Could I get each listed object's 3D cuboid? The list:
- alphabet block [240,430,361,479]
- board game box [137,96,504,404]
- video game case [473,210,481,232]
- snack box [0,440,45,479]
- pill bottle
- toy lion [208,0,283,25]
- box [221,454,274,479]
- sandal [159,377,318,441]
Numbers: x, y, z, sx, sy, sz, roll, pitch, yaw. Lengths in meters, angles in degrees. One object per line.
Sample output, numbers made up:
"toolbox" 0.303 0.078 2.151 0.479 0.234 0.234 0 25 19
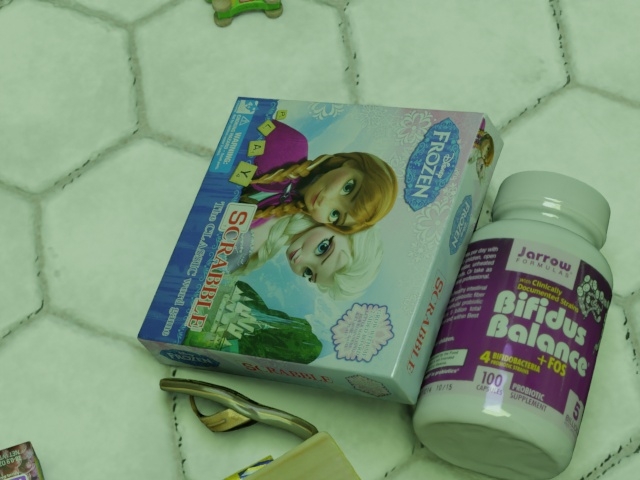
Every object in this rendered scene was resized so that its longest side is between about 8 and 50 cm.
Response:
"alphabet block" -0.020 0.339 1.684 0.197 0.192 0.193 -30 62 -13
"board game box" 0.000 0.000 1.855 0.318 0.066 0.319 6 63 30
"video game case" 0.056 0.014 1.929 0.210 0.042 0.232 14 65 11
"snack box" -0.348 0.331 1.773 0.174 0.070 0.207 -18 66 -8
"pill bottle" 0.212 0.085 1.821 0.169 0.169 0.301 14 65 9
"toy lion" -0.100 -0.310 2.106 0.100 0.034 0.096 -9 56 -3
"box" -0.111 0.291 1.794 0.169 0.054 0.059 -26 66 -11
"sandal" -0.091 0.187 1.845 0.180 0.072 0.049 20 87 7
